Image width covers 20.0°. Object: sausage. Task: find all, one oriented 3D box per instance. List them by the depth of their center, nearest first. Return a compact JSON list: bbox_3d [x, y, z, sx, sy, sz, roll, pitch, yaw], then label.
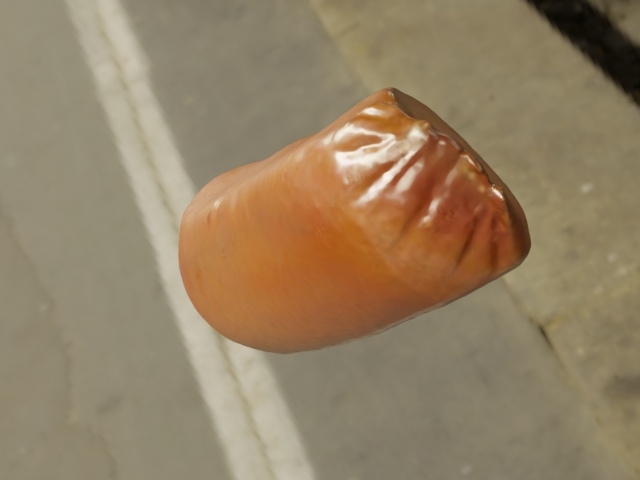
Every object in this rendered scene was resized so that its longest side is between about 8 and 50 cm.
[{"bbox_3d":[0.001,0.000,0.853,0.094,0.097,0.348,-47,8,-14],"label":"sausage"}]
